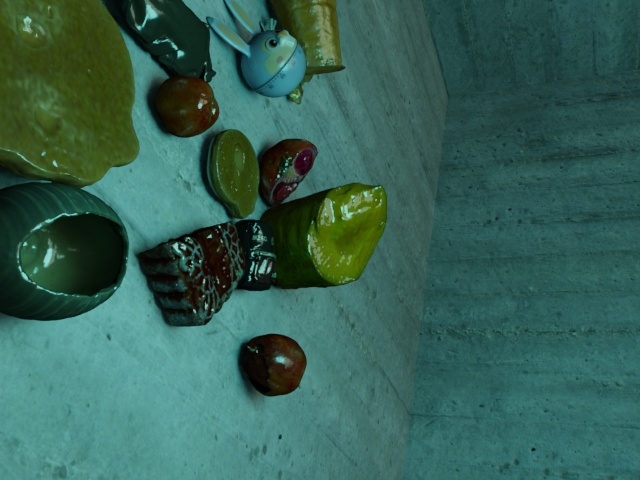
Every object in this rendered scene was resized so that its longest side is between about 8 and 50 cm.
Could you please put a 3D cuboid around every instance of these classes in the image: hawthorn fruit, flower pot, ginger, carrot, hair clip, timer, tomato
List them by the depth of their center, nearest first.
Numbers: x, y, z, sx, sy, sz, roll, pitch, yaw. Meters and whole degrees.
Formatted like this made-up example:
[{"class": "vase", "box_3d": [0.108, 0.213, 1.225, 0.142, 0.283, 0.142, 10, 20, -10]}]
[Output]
[{"class": "flower pot", "box_3d": [-0.375, 0.015, 0.876, 0.243, 0.157, 0.189, 13, 80, -64]}, {"class": "hawthorn fruit", "box_3d": [-0.258, -0.260, 1.244, 0.128, 0.128, 0.128, -3, 90, -67]}, {"class": "hawthorn fruit", "box_3d": [-0.114, 0.280, 1.481, 0.172, 0.148, 0.148, 49, 43, -45]}, {"class": "timer", "box_3d": [-0.130, -0.460, 1.512, 0.255, 0.175, 0.175, 64, 32, -40]}, {"class": "carrot", "box_3d": [0.000, 0.000, 1.590, 0.241, 0.341, 0.241, 16, 69, -48]}, {"class": "tomato", "box_3d": [-0.098, -0.190, 1.639, 0.189, 0.099, 0.173, -51, 168, 0]}, {"class": "hair clip", "box_3d": [-0.142, -0.519, 1.665, 0.030, 0.039, 0.115, -8, 105, -66]}, {"class": "carrot", "box_3d": [-0.037, -0.573, 1.702, 0.196, 0.196, 0.254, -27, 111, -65]}, {"class": "ginger", "box_3d": [-0.058, -0.460, 1.798, 0.096, 0.067, 0.165, 15, 81, -60]}]

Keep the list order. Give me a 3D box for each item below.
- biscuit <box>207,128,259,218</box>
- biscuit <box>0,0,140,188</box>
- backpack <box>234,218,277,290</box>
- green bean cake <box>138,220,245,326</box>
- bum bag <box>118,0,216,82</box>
[{"class": "biscuit", "box_3d": [-0.200, -0.156, 1.445, 0.208, 0.049, 0.181, 52, 41, -56]}, {"class": "biscuit", "box_3d": [-0.408, -0.254, 0.918, 0.385, 0.062, 0.365, 7, 69, -67]}, {"class": "backpack", "box_3d": [-0.153, 0.035, 1.452, 0.120, 0.106, 0.165, 8, 89, -61]}, {"class": "green bean cake", "box_3d": [-0.239, 0.043, 1.268, 0.232, 0.097, 0.198, -54, 135, -55]}, {"class": "bum bag", "box_3d": [-0.298, -0.416, 1.228, 0.326, 0.080, 0.142, 45, 54, -61]}]
